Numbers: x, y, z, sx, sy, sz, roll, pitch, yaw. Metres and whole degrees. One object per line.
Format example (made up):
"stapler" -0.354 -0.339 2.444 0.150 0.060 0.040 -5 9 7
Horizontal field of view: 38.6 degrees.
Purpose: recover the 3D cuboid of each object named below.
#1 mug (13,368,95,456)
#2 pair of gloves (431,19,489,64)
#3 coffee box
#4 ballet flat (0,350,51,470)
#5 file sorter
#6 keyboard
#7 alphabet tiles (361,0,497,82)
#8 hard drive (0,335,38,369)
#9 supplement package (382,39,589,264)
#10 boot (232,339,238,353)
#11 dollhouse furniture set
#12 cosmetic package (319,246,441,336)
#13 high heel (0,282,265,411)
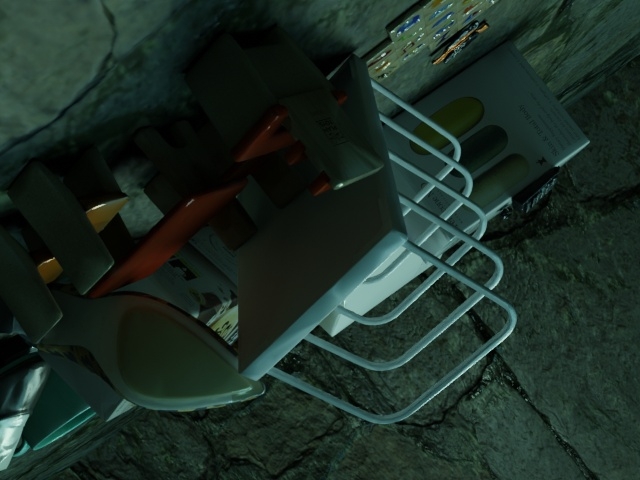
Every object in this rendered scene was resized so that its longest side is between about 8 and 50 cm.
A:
"mug" -0.365 0.210 1.222 0.158 0.097 0.129 -32 173 -30
"pair of gloves" 0.173 -0.246 1.133 0.074 0.010 0.083 -40 175 24
"coffee box" -0.175 0.084 1.104 0.168 0.119 0.297 -50 170 17
"ballet flat" -0.407 0.231 1.027 0.280 0.096 0.095 -31 170 6
"file sorter" 0.046 0.002 0.858 0.193 0.173 0.277 -46 -151 27
"keyboard" 0.309 -0.062 1.349 0.108 0.023 0.180 -38 170 8
"alphabet tiles" 0.143 -0.248 0.968 0.237 0.009 0.198 -36 174 7
"hard drive" -0.331 0.121 1.086 0.135 0.022 0.094 -31 172 -39
"supplement package" 0.225 -0.129 1.410 0.263 0.199 0.198 -35 173 -10
"boot" -0.169 0.222 1.864 0.305 0.112 0.115 64 50 -77
"dollhouse furniture set" -0.091 -0.031 0.716 0.259 0.135 0.262 -40 173 34
"cosmetic package" 0.115 0.014 1.889 0.366 0.155 0.197 -29 152 -38
"high heel" -0.171 0.095 0.858 0.186 0.261 0.093 82 25 -85
